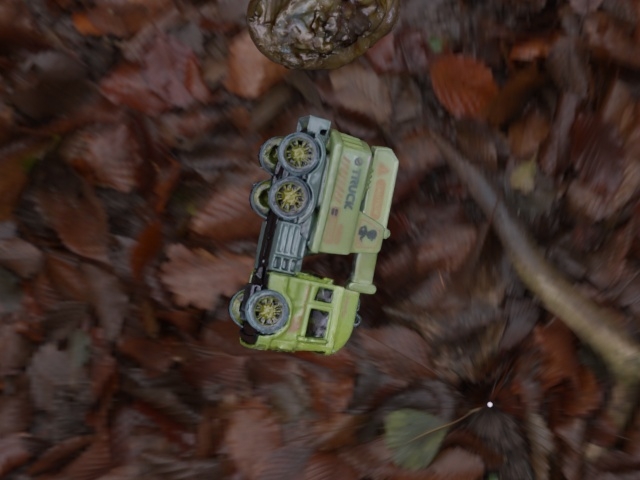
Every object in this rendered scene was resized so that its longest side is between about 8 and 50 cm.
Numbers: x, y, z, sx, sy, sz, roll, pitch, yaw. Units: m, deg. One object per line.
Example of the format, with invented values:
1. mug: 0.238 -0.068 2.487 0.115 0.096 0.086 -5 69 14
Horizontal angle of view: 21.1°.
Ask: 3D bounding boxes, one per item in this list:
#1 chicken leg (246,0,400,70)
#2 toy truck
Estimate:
1. chicken leg: 0.013 -0.173 1.051 0.085 0.069 0.198 -8 42 24
2. toy truck: 0.000 0.000 1.224 0.100 0.077 0.169 12 87 -13
